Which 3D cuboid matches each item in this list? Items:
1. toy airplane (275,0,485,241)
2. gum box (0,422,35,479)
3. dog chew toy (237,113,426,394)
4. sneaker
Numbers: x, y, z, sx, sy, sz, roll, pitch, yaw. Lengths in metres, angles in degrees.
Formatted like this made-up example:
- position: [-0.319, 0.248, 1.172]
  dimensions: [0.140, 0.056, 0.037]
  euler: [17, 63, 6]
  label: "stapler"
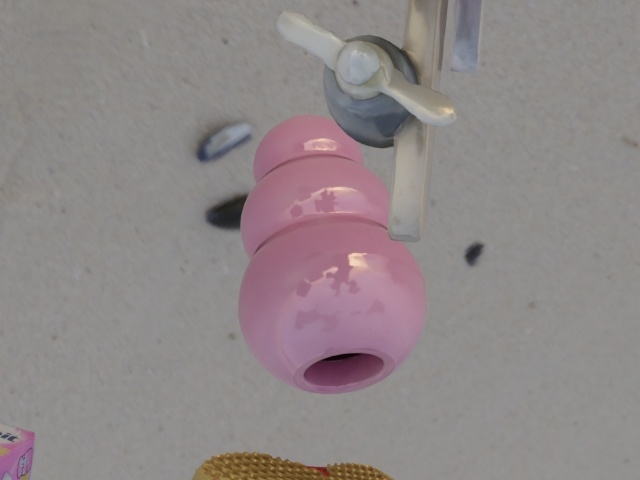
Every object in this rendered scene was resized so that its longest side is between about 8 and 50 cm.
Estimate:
- position: [0.073, -0.253, 0.797]
  dimensions: [0.272, 0.386, 0.384]
  euler: [6, 130, -12]
  label: "toy airplane"
- position: [-0.270, 0.235, 0.837]
  dimensions: [0.107, 0.062, 0.188]
  euler: [-30, 132, -72]
  label: "gum box"
- position: [0.000, 0.000, 1.298]
  dimensions: [0.207, 0.331, 0.206]
  euler: [-8, 148, -5]
  label: "dog chew toy"
- position: [-0.016, 0.208, 0.851]
  dimensions: [0.185, 0.069, 0.084]
  euler: [13, 95, -32]
  label: "sneaker"
